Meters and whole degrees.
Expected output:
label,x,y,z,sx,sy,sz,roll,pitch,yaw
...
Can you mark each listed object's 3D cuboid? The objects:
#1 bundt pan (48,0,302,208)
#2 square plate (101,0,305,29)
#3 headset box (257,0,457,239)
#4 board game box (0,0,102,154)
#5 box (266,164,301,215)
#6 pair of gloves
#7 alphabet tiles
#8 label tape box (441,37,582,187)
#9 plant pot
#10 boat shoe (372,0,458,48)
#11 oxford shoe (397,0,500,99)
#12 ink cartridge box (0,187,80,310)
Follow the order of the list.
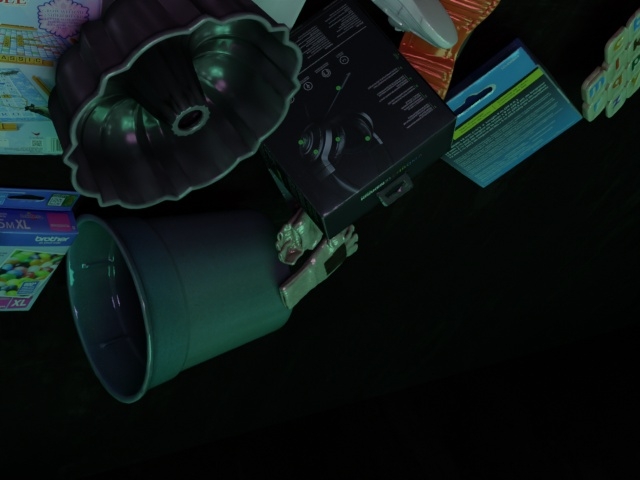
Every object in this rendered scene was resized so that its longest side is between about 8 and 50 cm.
label,x,y,z,sx,sy,sz,roll,pitch,yaw
bundt pan,-0.191,-0.192,1.033,0.331,0.124,0.331,-30,157,-14
square plate,-0.191,-0.317,1.123,0.344,0.049,0.347,-5,147,-32
headset box,0.032,-0.177,1.220,0.246,0.283,0.131,-38,166,-5
board game box,-0.435,-0.230,1.006,0.318,0.066,0.318,-1,146,-19
box,-0.067,-0.136,1.421,0.044,0.159,0.233,-25,152,2
pair of gloves,0.000,0.000,1.463,0.204,0.042,0.240,-44,151,-30
alphabet tiles,0.612,-0.366,1.599,0.284,0.021,0.278,-46,152,-1
label tape box,0.324,-0.256,1.573,0.249,0.115,0.347,-36,148,21
plant pot,-0.250,0.090,1.529,0.334,0.341,0.341,-13,152,-36
boat shoe,0.122,-0.344,1.210,0.063,0.184,0.066,-40,-165,48
oxford shoe,0.198,-0.372,1.290,0.130,0.133,0.364,25,123,-4
ink cartridge box,-0.552,0.023,1.433,0.186,0.065,0.311,2,141,-41
